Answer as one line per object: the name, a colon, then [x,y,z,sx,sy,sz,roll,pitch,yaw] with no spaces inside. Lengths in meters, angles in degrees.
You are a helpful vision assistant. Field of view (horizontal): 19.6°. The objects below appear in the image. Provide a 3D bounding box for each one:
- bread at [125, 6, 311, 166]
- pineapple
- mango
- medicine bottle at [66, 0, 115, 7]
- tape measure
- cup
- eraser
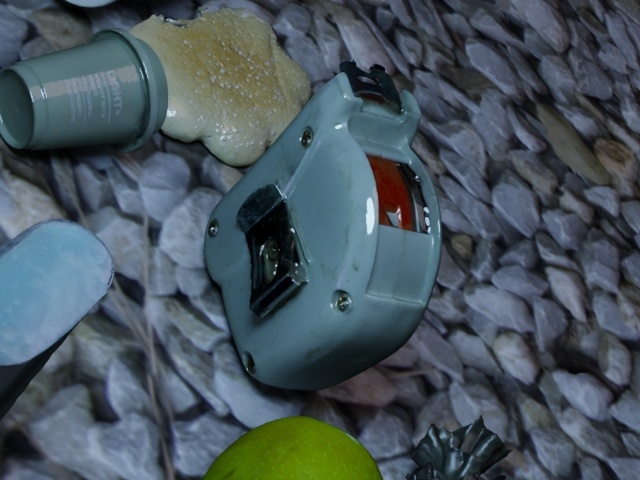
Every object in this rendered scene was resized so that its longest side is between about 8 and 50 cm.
bread: [-0.095,-0.163,1.935,0.251,0.039,0.182,-18,68,-51]
pineapple: [0.113,0.259,1.663,0.128,0.128,0.248,38,33,-9]
mango: [-0.039,0.270,1.494,0.175,0.143,0.293,38,47,-19]
medicine bottle: [-0.164,-0.342,1.932,0.170,0.170,0.293,48,35,5]
tape measure: [0.000,-0.001,1.696,0.125,0.243,0.246,12,47,-35]
cup: [-0.225,-0.131,1.725,0.141,0.120,0.120,-18,68,-39]
eraser: [-0.259,0.099,1.366,0.081,0.227,0.174,41,38,0]
